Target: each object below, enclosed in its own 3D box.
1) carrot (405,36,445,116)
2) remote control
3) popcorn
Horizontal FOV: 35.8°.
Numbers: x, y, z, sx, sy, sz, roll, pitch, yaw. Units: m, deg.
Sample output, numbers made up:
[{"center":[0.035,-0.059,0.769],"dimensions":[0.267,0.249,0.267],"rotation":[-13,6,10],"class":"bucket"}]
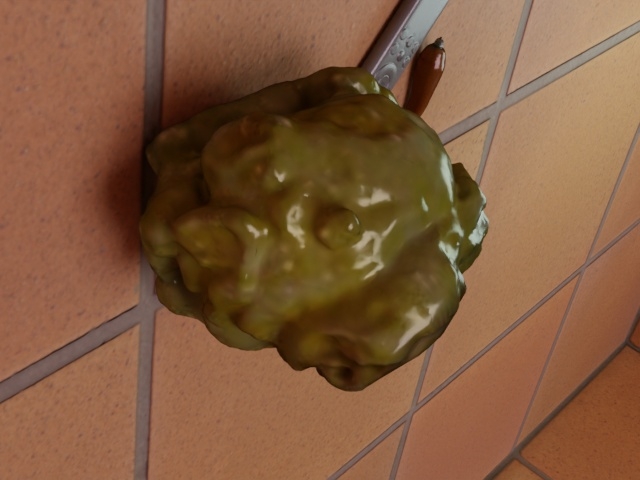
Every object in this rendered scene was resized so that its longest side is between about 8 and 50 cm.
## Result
[{"center":[0.122,-0.182,1.200],"dimensions":[0.035,0.035,0.142],"rotation":[-26,144,-44],"class":"carrot"},{"center":[0.075,-0.194,1.111],"dimensions":[0.261,0.029,0.067],"rotation":[-57,152,2],"class":"remote control"},{"center":[-0.012,-0.010,0.921],"dimensions":[0.312,0.312,0.312],"rotation":[-39,148,-30],"class":"popcorn"}]
